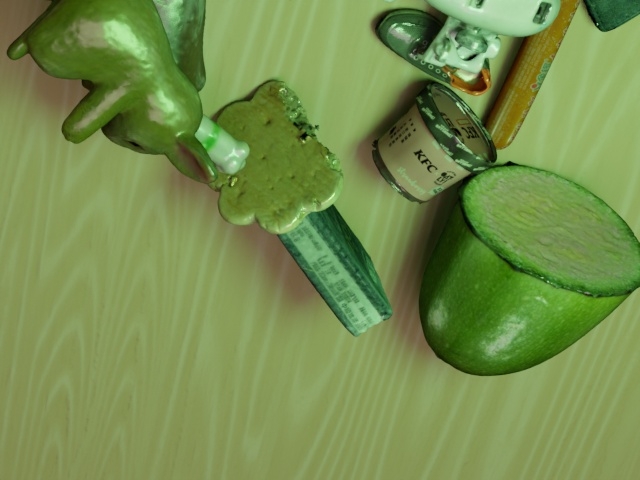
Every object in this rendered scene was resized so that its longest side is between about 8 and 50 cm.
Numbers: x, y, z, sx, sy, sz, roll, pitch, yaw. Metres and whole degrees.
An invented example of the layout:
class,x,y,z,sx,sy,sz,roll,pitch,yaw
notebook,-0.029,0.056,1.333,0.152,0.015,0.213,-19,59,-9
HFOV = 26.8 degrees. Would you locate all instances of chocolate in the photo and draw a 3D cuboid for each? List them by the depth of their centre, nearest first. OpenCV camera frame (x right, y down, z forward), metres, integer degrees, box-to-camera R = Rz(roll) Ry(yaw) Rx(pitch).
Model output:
class,x,y,z,sx,sy,sz,roll,pitch,yaw
chocolate,-0.231,-0.297,1.834,0.157,0.080,0.254,-3,123,-9

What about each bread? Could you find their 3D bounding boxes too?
class,x,y,z,sx,sy,sz,roll,pitch,yaw
bread,-0.076,-0.107,1.899,0.182,0.250,0.039,-35,143,7

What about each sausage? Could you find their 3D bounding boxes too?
class,x,y,z,sx,sy,sz,roll,pitch,yaw
sausage,0.310,-0.262,1.960,0.053,0.053,0.347,8,129,-16

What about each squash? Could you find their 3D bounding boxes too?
class,x,y,z,sx,sy,sz,roll,pitch,yaw
squash,0.299,0.092,2.075,0.310,0.310,0.308,10,125,-17

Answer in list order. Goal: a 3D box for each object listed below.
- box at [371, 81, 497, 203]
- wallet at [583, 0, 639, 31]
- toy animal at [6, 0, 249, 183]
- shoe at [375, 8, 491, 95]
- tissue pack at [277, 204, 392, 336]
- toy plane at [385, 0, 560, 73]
class,x,y,z,sx,sy,sz,roll,pitch,yaw
box,0.162,-0.137,1.985,0.135,0.151,0.151,-37,123,24
wallet,0.394,-0.476,1.862,0.191,0.046,0.379,-31,124,11
toy animal,-0.247,-0.188,1.755,0.180,0.181,0.363,-19,120,17
shoe,0.170,-0.269,1.935,0.194,0.077,0.074,24,116,-25
tissue pack,0.000,0.000,2.013,0.081,0.185,0.257,-31,123,9
toy plane,0.203,-0.357,1.836,0.267,0.122,0.266,-1,117,-3
